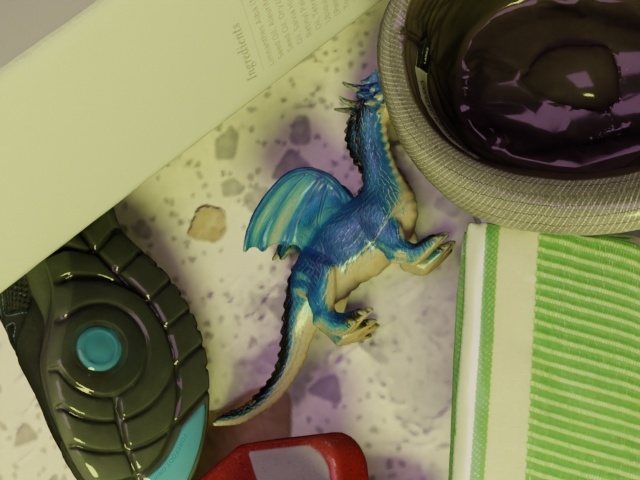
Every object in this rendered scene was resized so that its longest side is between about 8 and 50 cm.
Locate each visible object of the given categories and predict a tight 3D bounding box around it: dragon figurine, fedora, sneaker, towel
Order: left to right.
[{"bbox_3d":[-0.188,0.052,0.860,0.139,0.125,0.341,-41,65,52],"label":"sneaker"},{"bbox_3d":[0.000,0.000,0.826,0.289,0.085,0.144,-47,74,5],"label":"dragon figurine"},{"bbox_3d":[0.179,-0.116,0.719,0.275,0.124,0.244,-4,79,23],"label":"fedora"},{"bbox_3d":[0.246,0.118,0.717,0.324,0.038,0.248,6,78,-1],"label":"towel"}]

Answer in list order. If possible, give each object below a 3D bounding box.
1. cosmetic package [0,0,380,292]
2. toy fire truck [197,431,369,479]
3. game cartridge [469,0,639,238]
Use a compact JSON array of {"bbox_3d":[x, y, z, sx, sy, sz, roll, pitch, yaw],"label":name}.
[{"bbox_3d":[-0.145,-0.192,0.760,0.453,0.161,0.230,-40,60,-13],"label":"cosmetic package"},{"bbox_3d":[-0.041,0.295,0.772,0.254,0.169,0.302,-14,78,32],"label":"toy fire truck"},{"bbox_3d":[0.185,-0.109,0.809,0.198,0.062,0.297,-22,78,16],"label":"game cartridge"}]
